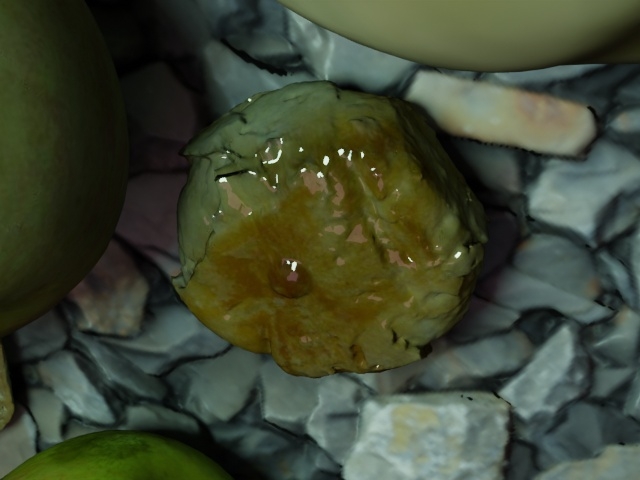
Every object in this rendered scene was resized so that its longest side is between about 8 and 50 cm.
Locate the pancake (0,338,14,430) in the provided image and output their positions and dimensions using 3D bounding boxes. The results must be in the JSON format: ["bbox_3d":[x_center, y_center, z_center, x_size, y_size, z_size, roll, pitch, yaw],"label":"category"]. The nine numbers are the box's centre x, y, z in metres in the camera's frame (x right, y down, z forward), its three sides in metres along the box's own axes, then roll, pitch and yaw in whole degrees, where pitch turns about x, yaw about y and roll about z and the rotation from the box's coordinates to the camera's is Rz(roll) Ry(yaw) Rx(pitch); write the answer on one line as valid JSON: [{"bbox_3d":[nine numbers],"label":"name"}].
[{"bbox_3d":[-0.241,0.062,0.827,0.152,0.025,0.151,8,125,11],"label":"pancake"}]

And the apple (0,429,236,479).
[{"bbox_3d":[-0.110,0.196,0.779,0.196,0.196,0.196,8,125,12],"label":"apple"}]

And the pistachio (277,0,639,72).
[{"bbox_3d":[0.015,-0.217,0.357,0.445,0.365,0.281,37,95,-1],"label":"pistachio"}]

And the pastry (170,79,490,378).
[{"bbox_3d":[0.003,-0.002,0.672,0.153,0.081,0.153,3,126,4],"label":"pastry"}]

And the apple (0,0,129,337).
[{"bbox_3d":[-0.216,-0.055,0.609,0.257,0.257,0.234,-34,79,33],"label":"apple"}]
